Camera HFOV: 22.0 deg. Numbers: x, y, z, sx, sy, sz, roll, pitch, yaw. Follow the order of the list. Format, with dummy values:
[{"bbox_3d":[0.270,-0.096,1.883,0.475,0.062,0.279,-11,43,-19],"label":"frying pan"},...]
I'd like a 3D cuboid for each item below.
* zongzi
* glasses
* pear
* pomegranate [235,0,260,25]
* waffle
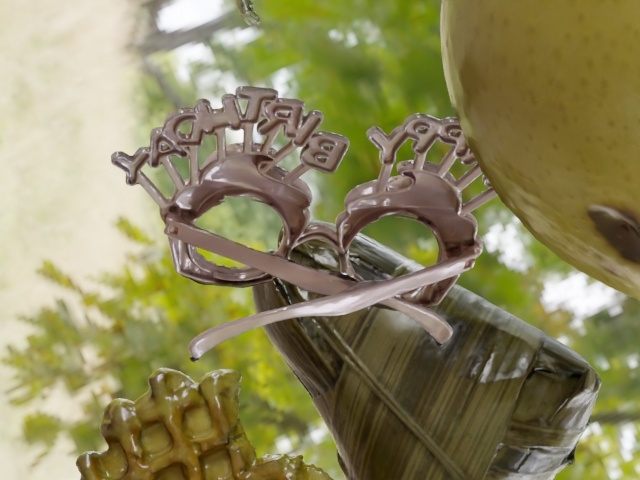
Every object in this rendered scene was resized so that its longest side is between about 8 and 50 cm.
[{"bbox_3d":[0.035,0.159,1.266,0.286,0.288,0.134,29,5,12],"label":"zongzi"},{"bbox_3d":[0.001,-0.009,0.980,0.095,0.256,0.162,-101,-160,-54],"label":"glasses"},{"bbox_3d":[0.241,-0.116,0.846,0.348,0.348,0.348,155,-90,-84],"label":"pear"},{"bbox_3d":[-0.085,-0.326,1.398,0.260,0.260,0.340,60,-5,43],"label":"pomegranate"},{"bbox_3d":[-0.064,0.219,1.177,0.056,0.253,0.249,35,65,-73],"label":"waffle"}]
